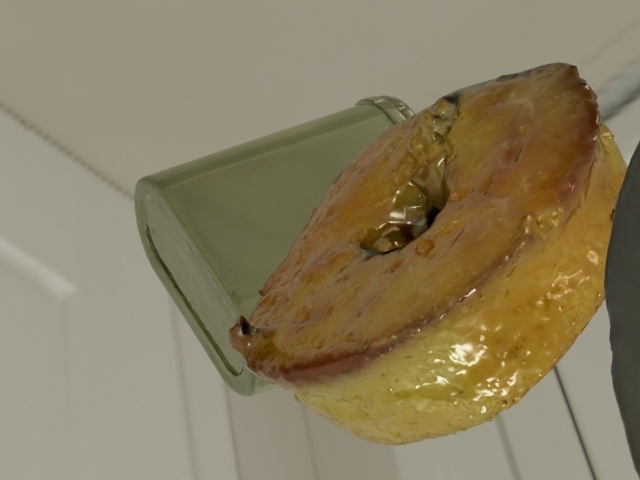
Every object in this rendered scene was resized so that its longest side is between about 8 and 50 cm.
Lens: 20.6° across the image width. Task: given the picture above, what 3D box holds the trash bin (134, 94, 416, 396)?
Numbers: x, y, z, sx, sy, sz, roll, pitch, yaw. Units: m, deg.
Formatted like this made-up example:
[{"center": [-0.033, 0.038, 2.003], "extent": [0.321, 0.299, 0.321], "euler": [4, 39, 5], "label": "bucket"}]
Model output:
[{"center": [0.000, 0.000, 1.467], "extent": [0.247, 0.243, 0.121], "euler": [-17, 140, -23], "label": "trash bin"}]

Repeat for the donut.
[{"center": [0.065, 0.007, 0.981], "extent": [0.253, 0.253, 0.118], "euler": [-40, 107, 21], "label": "donut"}]

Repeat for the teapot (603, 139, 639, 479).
[{"center": [0.218, -0.003, 0.509], "extent": [0.200, 0.270, 0.337], "euler": [-13, 168, 33], "label": "teapot"}]
